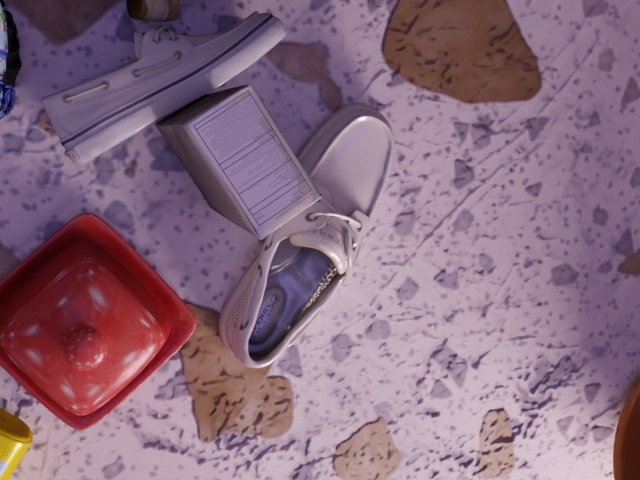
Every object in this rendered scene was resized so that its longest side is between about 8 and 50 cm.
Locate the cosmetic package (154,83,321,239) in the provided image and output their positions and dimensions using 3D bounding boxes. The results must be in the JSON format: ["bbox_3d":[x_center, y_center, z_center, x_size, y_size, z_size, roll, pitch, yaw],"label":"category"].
[{"bbox_3d":[-0.076,-0.070,0.712,0.060,0.239,0.099,-33,105,-9],"label":"cosmetic package"}]

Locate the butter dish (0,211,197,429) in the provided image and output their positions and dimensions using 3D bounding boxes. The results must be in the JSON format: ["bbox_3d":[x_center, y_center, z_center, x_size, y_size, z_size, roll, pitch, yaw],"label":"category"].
[{"bbox_3d":[-0.208,0.083,0.761,0.160,0.118,0.160,-42,106,-5],"label":"butter dish"}]

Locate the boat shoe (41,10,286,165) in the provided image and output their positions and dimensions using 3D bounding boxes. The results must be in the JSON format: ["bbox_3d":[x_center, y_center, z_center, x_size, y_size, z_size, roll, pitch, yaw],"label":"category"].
[{"bbox_3d":[-0.139,-0.153,0.764,0.226,0.083,0.076,-33,106,-8],"label":"boat shoe"}]

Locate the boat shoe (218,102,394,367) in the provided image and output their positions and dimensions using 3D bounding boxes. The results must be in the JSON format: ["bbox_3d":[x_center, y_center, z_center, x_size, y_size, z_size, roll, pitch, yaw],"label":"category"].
[{"bbox_3d":[0.000,0.000,0.817,0.098,0.096,0.277,27,90,-17],"label":"boat shoe"}]

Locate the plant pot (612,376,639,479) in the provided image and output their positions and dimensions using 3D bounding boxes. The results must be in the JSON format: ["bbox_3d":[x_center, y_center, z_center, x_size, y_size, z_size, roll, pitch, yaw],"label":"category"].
[{"bbox_3d":[0.490,0.251,0.910,0.203,0.291,0.291,34,88,-33],"label":"plant pot"}]

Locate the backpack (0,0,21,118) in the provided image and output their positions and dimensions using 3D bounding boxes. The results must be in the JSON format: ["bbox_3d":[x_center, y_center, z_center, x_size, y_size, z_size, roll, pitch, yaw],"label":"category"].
[{"bbox_3d":[-0.318,-0.146,0.669,0.158,0.173,0.117,-5,99,-16],"label":"backpack"}]

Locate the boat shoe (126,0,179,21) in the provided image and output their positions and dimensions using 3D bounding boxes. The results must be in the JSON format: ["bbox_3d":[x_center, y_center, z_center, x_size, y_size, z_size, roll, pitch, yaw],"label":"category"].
[{"bbox_3d":[-0.145,-0.259,0.768,0.045,0.050,0.135,4,88,-37],"label":"boat shoe"}]

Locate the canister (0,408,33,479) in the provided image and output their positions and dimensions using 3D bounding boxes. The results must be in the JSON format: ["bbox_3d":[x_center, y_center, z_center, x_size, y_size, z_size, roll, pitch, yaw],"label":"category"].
[{"bbox_3d":[-0.352,0.219,0.765,0.126,0.073,0.170,33,87,-18],"label":"canister"}]
